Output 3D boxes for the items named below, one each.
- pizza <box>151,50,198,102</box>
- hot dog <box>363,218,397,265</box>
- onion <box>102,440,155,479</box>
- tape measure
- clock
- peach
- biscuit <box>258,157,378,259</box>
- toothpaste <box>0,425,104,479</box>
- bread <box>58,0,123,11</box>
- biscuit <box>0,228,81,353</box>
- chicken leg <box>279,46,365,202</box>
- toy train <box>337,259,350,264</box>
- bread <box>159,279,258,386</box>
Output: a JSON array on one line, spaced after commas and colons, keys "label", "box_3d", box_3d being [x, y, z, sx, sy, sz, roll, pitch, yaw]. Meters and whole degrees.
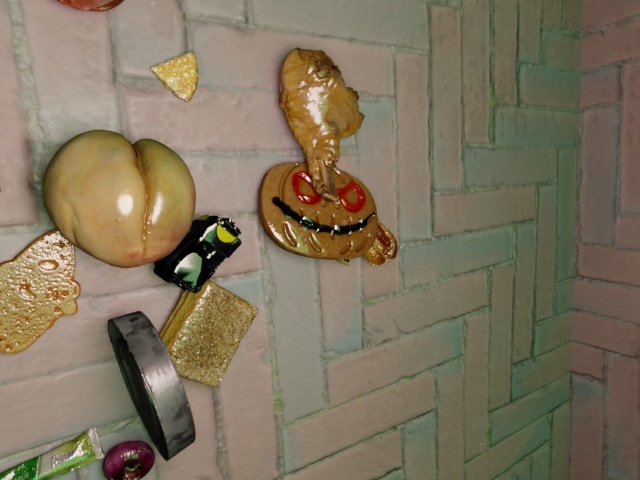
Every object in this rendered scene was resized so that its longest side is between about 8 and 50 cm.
[{"label": "pizza", "box_3d": [-0.345, -0.398, 1.007, 0.109, 0.026, 0.122, 6, 95, -31]}, {"label": "hot dog", "box_3d": [0.157, -0.023, 1.351, 0.131, 0.069, 0.252, -47, 116, -20]}, {"label": "onion", "box_3d": [-0.450, 0.528, 1.002, 0.115, 0.104, 0.115, -9, 115, -21]}, {"label": "tape measure", "box_3d": [-0.292, 0.024, 0.998, 0.199, 0.186, 0.112, -50, 123, -23]}, {"label": "clock", "box_3d": [-0.363, 0.304, 0.905, 0.066, 0.319, 0.318, -21, 107, -33]}, {"label": "peach", "box_3d": [-0.401, -0.083, 0.877, 0.292, 0.248, 0.292, 23, 60, -47]}, {"label": "biscuit", "box_3d": [0.006, -0.102, 1.194, 0.368, 0.063, 0.313, 7, 75, -27]}, {"label": "toothpaste", "box_3d": [-0.614, 0.502, 0.926, 0.248, 0.047, 0.078, -18, 79, -31]}, {"label": "bread", "box_3d": [-0.477, -0.573, 0.843, 0.225, 0.142, 0.211, -14, 88, -31]}, {"label": "biscuit", "box_3d": [-0.599, 0.100, 0.892, 0.183, 0.043, 0.280, 25, 77, -36]}, {"label": "chicken leg", "box_3d": [0.029, -0.307, 1.161, 0.295, 0.182, 0.408, -6, 86, -52]}, {"label": "toy train", "box_3d": [0.000, 0.000, 1.262, 0.250, 0.053, 0.085, 26, 87, -32]}, {"label": "bread", "box_3d": [-0.292, 0.226, 1.067, 0.184, 0.111, 0.234, 37, 75, -37]}]
